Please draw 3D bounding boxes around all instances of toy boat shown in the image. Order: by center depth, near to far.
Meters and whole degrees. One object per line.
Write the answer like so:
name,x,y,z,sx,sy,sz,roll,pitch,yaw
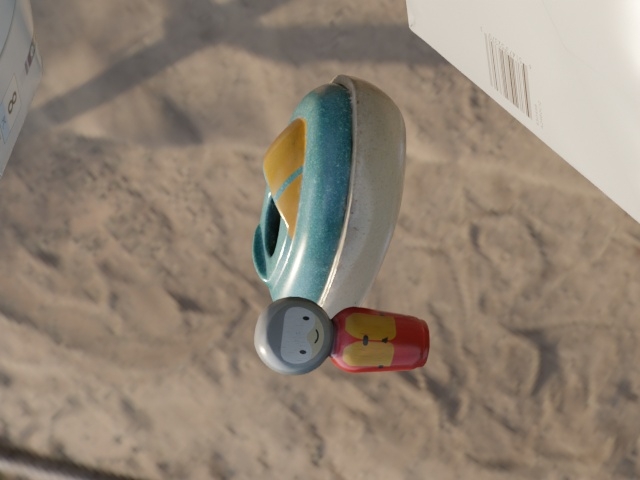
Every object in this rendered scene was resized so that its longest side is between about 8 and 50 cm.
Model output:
toy boat,0.000,0.000,1.337,0.148,0.318,0.267,4,129,-14

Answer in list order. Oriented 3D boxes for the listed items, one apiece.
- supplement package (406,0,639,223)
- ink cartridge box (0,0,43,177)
supplement package,0.155,-0.167,0.755,0.262,0.145,0.204,51,159,49
ink cartridge box,-0.301,-0.297,1.371,0.091,0.385,0.308,11,147,7
